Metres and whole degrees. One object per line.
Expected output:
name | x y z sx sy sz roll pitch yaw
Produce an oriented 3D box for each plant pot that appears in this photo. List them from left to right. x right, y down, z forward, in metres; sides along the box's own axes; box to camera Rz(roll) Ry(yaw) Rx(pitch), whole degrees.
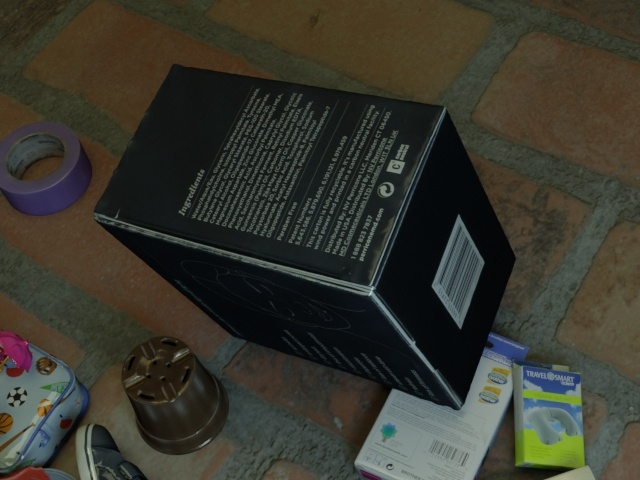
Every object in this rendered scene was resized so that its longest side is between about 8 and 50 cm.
plant pot | -0.252 0.254 1.671 0.166 0.165 0.167 -4 57 6

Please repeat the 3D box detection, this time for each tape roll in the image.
tape roll | -0.575 -0.150 2.044 0.188 0.080 0.189 -4 56 5

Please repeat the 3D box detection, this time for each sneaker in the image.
sneaker | -0.296 0.433 1.584 0.127 0.126 0.321 -21 67 0

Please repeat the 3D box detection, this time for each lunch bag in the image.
lunch bag | -0.583 0.285 1.736 0.303 0.115 0.243 22 65 20

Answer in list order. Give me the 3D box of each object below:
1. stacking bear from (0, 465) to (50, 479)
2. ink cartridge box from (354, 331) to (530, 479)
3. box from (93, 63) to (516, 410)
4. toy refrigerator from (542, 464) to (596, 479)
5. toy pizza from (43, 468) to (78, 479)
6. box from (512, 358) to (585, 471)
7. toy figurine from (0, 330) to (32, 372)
stacking bear | -0.586 0.424 1.577 0.289 0.175 0.164 0 83 43
ink cartridge box | 0.207 0.281 1.643 0.185 0.065 0.311 20 64 21
box | 0.000 0.000 1.547 0.471 0.480 0.297 13 69 28
toy refrigerator | 0.297 0.442 1.505 0.269 0.094 0.102 -19 63 -3
toy pizza | -0.451 0.475 1.615 0.201 0.032 0.201 -4 74 14
box | 0.367 0.278 1.596 0.109 0.042 0.178 9 65 -13
toy figurine | -0.560 0.223 1.660 0.173 0.130 0.159 2 44 38
